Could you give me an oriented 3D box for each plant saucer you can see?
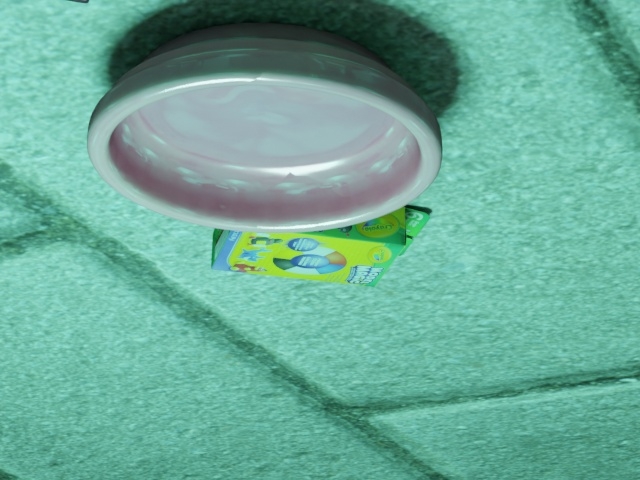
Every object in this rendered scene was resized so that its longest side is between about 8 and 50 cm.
[{"bbox_3d":[-0.051,-0.108,1.652,0.332,0.084,0.332,2,157,1],"label":"plant saucer"}]

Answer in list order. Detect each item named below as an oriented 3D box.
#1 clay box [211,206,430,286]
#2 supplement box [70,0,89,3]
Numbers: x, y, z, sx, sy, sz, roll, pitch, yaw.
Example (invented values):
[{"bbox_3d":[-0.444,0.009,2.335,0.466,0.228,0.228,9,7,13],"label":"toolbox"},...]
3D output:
[{"bbox_3d":[0.000,0.000,1.933,0.222,0.053,0.127,7,156,-12],"label":"clay box"},{"bbox_3d":[-0.198,-0.235,1.403,0.043,0.055,0.083,7,155,-11],"label":"supplement box"}]
